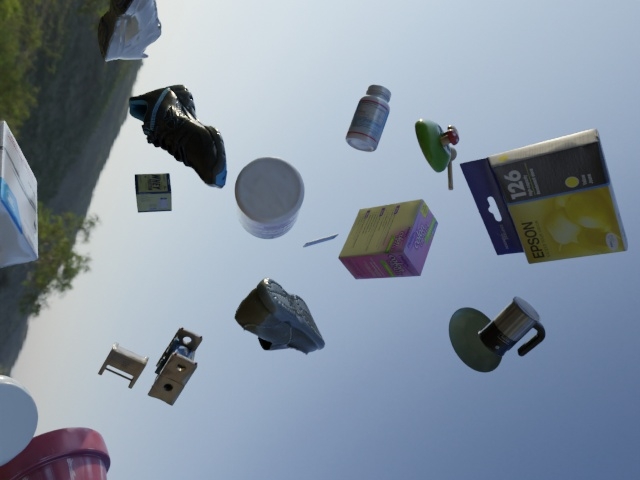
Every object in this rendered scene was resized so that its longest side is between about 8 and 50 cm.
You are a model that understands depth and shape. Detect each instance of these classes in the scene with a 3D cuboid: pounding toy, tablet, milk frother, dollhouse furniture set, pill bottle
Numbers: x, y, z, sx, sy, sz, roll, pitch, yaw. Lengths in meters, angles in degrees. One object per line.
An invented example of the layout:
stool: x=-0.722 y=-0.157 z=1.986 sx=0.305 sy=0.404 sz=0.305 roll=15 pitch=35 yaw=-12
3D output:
pounding toy: x=0.400 y=-0.301 z=1.758 sx=0.110 sy=0.237 sz=0.183 roll=-22 pitch=-134 yaw=28
tablet: x=0.000 y=0.000 z=1.354 sx=0.054 sy=0.083 sz=0.006 roll=137 pitch=-63 yaw=-73
milk frother: x=0.485 y=0.208 z=1.417 sx=0.134 sy=0.129 sz=0.143 roll=-52 pitch=-159 yaw=24
dollhouse furniture set: x=-0.391 y=0.266 z=1.302 sx=0.129 sy=0.184 sz=0.129 roll=-56 pitch=-163 yaw=14
pill bottle: x=0.128 y=-0.317 z=1.437 sx=0.087 sy=0.087 sz=0.160 roll=-5 pitch=-118 yaw=64
pill bottle: x=-0.481 y=0.256 z=0.785 sx=0.229 sy=0.131 sz=0.131 roll=-21 pitch=-118 yaw=48
pill bottle: x=-0.135 y=-0.094 z=1.442 sx=0.301 sy=0.169 sz=0.169 roll=122 pitch=-26 yaw=-78

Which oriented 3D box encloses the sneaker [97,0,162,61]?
sneaker: x=-0.430 y=-0.535 z=1.304 sx=0.297 sy=0.129 sz=0.111 roll=-33 pitch=-111 yaw=50

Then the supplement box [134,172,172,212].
supplement box: x=-0.402 y=-0.114 z=1.340 sx=0.083 sy=0.083 sz=0.056 roll=112 pitch=-31 yaw=-55

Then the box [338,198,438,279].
box: x=0.212 y=0.000 z=1.736 sx=0.243 sy=0.117 sz=0.213 roll=-8 pitch=-135 yaw=40

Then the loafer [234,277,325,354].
loafer: x=-0.068 y=0.138 z=0.937 sx=0.087 sy=0.251 sz=0.094 roll=-32 pitch=-124 yaw=5

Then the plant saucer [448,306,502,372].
plant saucer: x=0.453 y=0.280 z=1.598 sx=0.195 sy=0.037 sz=0.194 roll=27 pitch=-55 yaw=48

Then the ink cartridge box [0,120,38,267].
ink cartridge box: x=-0.387 y=-0.067 z=0.662 sx=0.104 sy=0.060 sz=0.180 roll=90 pitch=-19 yaw=-49

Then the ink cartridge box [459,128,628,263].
ink cartridge box: x=0.519 y=-0.081 z=1.304 sx=0.307 sy=0.303 sz=0.072 roll=-13 pitch=-147 yaw=31

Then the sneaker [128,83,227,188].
sneaker: x=-0.313 y=-0.221 z=1.228 sx=0.341 sy=0.140 sz=0.125 roll=50 pitch=-37 yaw=35

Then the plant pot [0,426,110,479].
plant pot: x=-0.454 y=0.461 z=0.968 sx=0.180 sy=0.201 sz=0.201 roll=50 pitch=-52 yaw=35
